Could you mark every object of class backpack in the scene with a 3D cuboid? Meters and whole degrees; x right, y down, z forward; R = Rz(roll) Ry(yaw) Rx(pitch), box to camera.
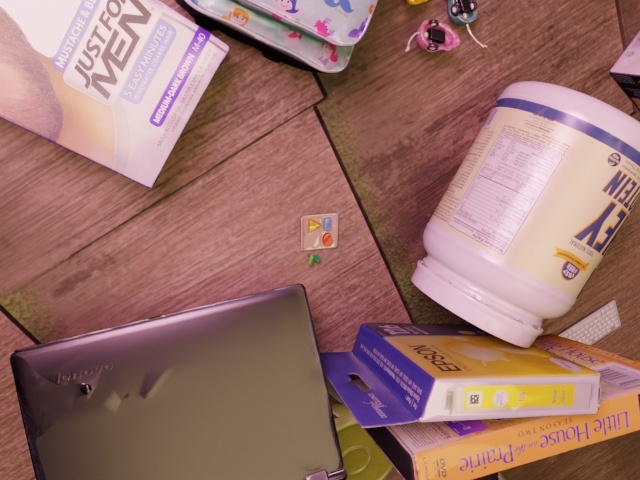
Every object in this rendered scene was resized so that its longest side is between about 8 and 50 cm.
[{"bbox_3d":[-0.025,-0.332,0.560,0.225,0.191,0.253,19,99,-26],"label":"backpack"}]

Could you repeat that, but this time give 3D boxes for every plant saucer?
[{"bbox_3d":[0.058,0.399,0.988,0.241,0.037,0.240,-9,115,-19],"label":"plant saucer"}]

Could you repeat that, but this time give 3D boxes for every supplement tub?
[{"bbox_3d":[0.298,-0.035,0.774,0.236,0.235,0.324,23,100,-28],"label":"supplement tub"}]

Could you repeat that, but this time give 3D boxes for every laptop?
[{"bbox_3d":[-0.179,0.306,0.792,0.382,0.236,0.407,-12,146,-12],"label":"laptop"}]

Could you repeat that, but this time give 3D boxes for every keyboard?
[{"bbox_3d":[0.514,0.214,1.101,0.256,0.014,0.072,-30,120,-8],"label":"keyboard"}]

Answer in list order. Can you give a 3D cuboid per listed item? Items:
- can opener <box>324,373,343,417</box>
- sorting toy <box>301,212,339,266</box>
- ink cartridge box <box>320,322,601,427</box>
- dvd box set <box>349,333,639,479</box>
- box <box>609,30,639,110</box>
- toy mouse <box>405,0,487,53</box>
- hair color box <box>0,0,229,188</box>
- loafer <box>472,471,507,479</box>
[{"bbox_3d":[-0.062,0.202,0.850,0.283,0.076,0.095,45,59,-30],"label":"can opener"},{"bbox_3d":[0.000,0.000,0.806,0.062,0.012,0.083,-8,114,-19],"label":"sorting toy"},{"bbox_3d":[0.167,0.177,0.772,0.308,0.303,0.072,4,93,-13],"label":"ink cartridge box"},{"bbox_3d":[0.281,0.246,0.839,0.421,0.308,0.062,-10,95,-13],"label":"dvd box set"},{"bbox_3d":[0.644,-0.265,0.902,0.290,0.087,0.169,32,98,-30],"label":"box"},{"bbox_3d":[0.164,-0.297,0.712,0.143,0.031,0.160,28,75,-21],"label":"toy mouse"},{"bbox_3d":[-0.290,-0.216,0.545,0.339,0.110,0.185,27,102,-27],"label":"hair color box"},{"bbox_3d":[0.279,0.550,1.111,0.269,0.102,0.092,-24,118,-21],"label":"loafer"}]
